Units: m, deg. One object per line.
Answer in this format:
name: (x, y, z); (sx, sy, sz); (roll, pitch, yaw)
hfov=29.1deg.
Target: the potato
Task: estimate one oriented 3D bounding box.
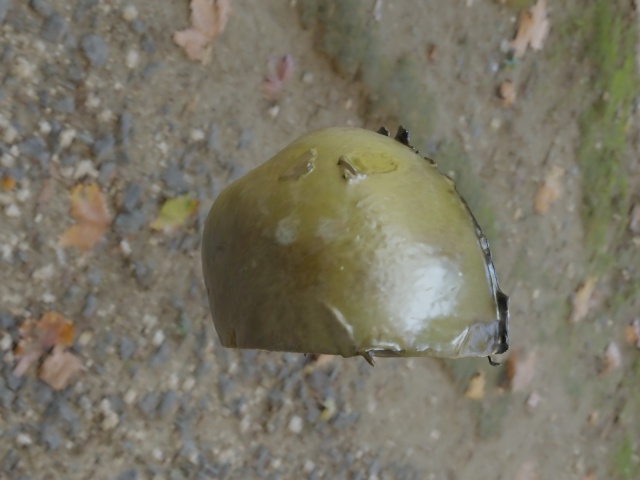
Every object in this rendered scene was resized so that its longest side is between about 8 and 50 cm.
potato: (0.000, 0.000, 0.688); (0.098, 0.243, 0.138); (4, 84, -28)
